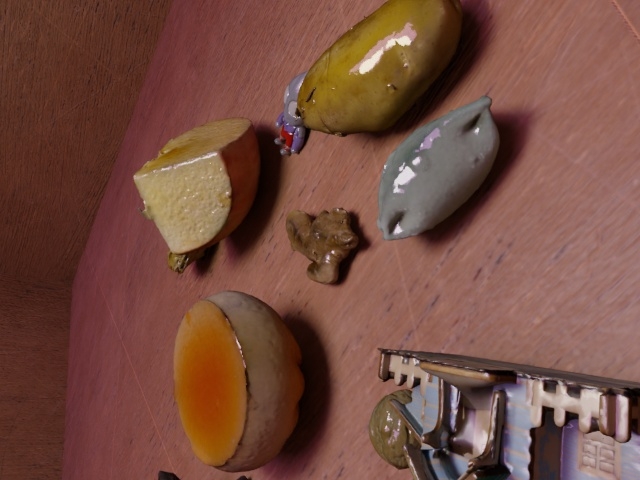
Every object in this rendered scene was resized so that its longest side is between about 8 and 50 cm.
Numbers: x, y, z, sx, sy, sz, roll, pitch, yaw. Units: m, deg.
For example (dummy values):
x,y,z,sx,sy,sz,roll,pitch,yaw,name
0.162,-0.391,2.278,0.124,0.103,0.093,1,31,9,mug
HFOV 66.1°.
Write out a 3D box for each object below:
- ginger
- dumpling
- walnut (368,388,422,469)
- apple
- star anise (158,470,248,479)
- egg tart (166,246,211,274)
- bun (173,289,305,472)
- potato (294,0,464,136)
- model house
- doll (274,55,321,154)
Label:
x,y,z,sx,sy,sz,roll,pitch,yaw,name
0.000,-0.011,0.843,0.214,0.059,0.133,56,132,51,ginger
0.135,-0.101,0.625,0.216,0.105,0.149,-54,39,32,dumpling
0.097,0.225,0.588,0.092,0.092,0.092,-26,58,50,walnut
-0.259,-0.146,1.115,0.314,0.252,0.309,-61,3,28,apple
-0.226,0.543,0.898,0.283,0.129,0.212,-3,86,22,star anise
-0.344,-0.023,1.307,0.241,0.106,0.241,-168,90,-68,egg tart
-0.128,0.235,0.845,0.299,0.165,0.298,-8,79,51,bun
0.079,-0.249,0.733,0.300,0.140,0.172,-25,51,44,potato
0.157,0.212,0.424,0.271,0.178,0.206,-4,76,53,model house
-0.037,-0.267,0.977,0.102,0.075,0.227,62,143,24,doll
